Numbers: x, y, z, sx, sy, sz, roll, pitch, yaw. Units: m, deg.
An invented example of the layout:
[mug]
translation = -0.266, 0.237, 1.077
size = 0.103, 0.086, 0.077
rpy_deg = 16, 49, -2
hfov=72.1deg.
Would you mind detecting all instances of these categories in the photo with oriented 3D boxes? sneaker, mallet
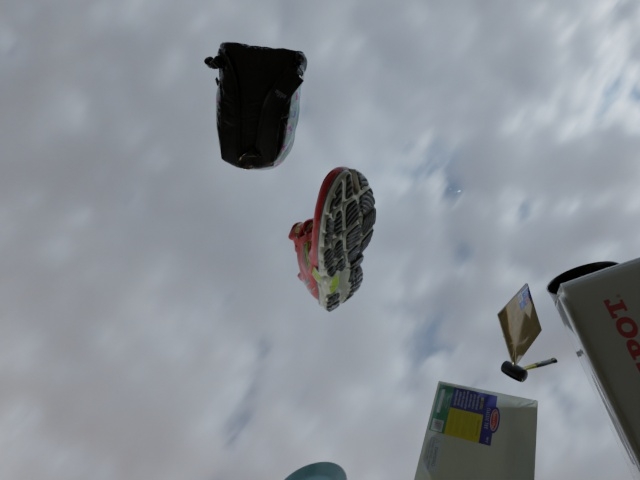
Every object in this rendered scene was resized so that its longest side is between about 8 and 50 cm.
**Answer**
[sneaker]
translation = 0.000, 0.000, 0.653
size = 0.107, 0.279, 0.118
rpy_deg = -35, -120, -31
[mallet]
translation = 0.565, 0.337, 1.190
size = 0.189, 0.062, 0.039
rpy_deg = -4, -78, -35

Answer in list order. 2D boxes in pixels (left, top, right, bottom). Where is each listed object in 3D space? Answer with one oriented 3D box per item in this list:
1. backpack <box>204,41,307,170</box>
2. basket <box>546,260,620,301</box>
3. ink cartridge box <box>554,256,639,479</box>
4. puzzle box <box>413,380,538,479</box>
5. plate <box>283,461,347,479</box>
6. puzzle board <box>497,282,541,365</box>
[backpack]
translation = -0.092, -0.198, 0.681
size = 0.151, 0.115, 0.182
rpy_deg = 10, -76, 12
[basket]
translation = 0.619, 0.184, 0.962
size = 0.154, 0.204, 0.227
rpy_deg = -24, -91, 31
[ink cartridge box]
translation = 0.384, 0.095, 0.339
size = 0.307, 0.129, 0.223
rpy_deg = -23, -112, 18
[puzzle box]
translation = 0.396, 0.561, 1.115
size = 0.271, 0.409, 0.052
rpy_deg = 4, -52, 27
[plate]
translation = -0.025, 0.571, 0.986
size = 0.188, 0.188, 0.024
rpy_deg = -20, -83, 2
[puzzle board]
translation = 0.347, 0.144, 0.769
size = 0.128, 0.011, 0.097
rpy_deg = -27, -80, -41
